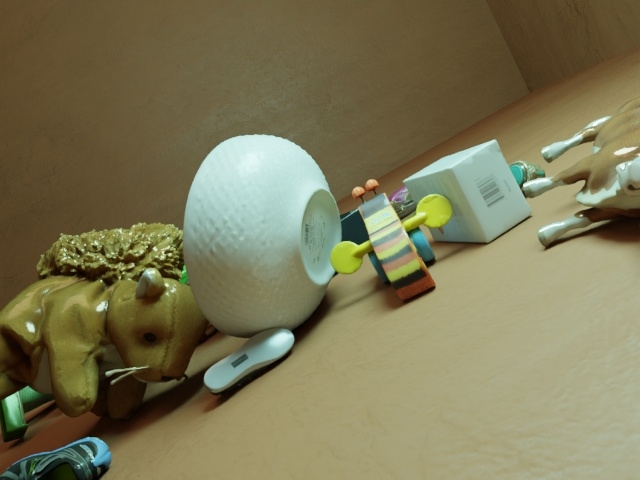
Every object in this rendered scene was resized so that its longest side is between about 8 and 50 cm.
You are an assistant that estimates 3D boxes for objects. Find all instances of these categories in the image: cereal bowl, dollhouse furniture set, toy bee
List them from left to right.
[{"bbox_3d":[-0.761,0.452,1.215,0.198,0.151,0.301,-8,-28,-44],"label":"dollhouse furniture set"},{"bbox_3d":[-0.058,-0.005,0.736,0.141,0.338,0.339,2,21,25],"label":"cereal bowl"},{"bbox_3d":[0.098,-0.014,0.736,0.195,0.162,0.298,-32,8,-11],"label":"toy bee"}]

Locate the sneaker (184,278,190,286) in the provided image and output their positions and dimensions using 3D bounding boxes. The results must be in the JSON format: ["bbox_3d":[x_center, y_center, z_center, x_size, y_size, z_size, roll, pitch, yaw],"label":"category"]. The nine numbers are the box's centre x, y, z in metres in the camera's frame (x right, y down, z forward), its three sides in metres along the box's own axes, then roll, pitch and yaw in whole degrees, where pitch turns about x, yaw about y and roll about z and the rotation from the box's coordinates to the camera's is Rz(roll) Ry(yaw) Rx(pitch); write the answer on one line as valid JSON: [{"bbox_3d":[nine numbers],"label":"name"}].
[{"bbox_3d":[-0.211,0.111,1.081,0.158,0.182,0.410,-43,-1,-23],"label":"sneaker"}]

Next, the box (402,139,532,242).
[{"bbox_3d":[0.234,-0.074,0.739,0.091,0.130,0.170,-31,8,-11],"label":"box"}]

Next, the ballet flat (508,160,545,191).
[{"bbox_3d":[0.348,-0.108,0.868,0.067,0.072,0.206,-3,2,-17],"label":"ballet flat"}]

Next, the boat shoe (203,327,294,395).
[{"bbox_3d":[-0.102,0.176,0.653,0.142,0.049,0.040,-27,-33,-21],"label":"boat shoe"}]

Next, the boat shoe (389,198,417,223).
[{"bbox_3d":[0.178,-0.066,1.140,0.207,0.073,0.073,-32,7,-34],"label":"boat shoe"}]

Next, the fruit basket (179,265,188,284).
[{"bbox_3d":[-0.583,0.216,1.494,0.393,0.282,0.392,-16,22,7],"label":"fruit basket"}]

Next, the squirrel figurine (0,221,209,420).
[{"bbox_3d":[-0.365,0.112,0.808,0.371,0.281,0.396,-21,54,24],"label":"squirrel figurine"}]

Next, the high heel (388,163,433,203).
[{"bbox_3d":[0.286,-0.149,1.315,0.244,0.082,0.117,-43,12,-29],"label":"high heel"}]

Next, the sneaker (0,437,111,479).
[{"bbox_3d":[-0.374,0.322,0.592,0.188,0.067,0.078,-25,1,6],"label":"sneaker"}]

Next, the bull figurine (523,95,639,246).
[{"bbox_3d":[0.346,-0.087,0.511,0.189,0.101,0.310,-24,9,48],"label":"bull figurine"}]

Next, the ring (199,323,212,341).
[{"bbox_3d":[-0.365,0.254,1.188,0.337,0.032,0.336,-28,7,4],"label":"ring"}]

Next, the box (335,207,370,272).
[{"bbox_3d":[-0.014,0.027,1.115,0.184,0.103,0.261,-37,10,-28],"label":"box"}]
